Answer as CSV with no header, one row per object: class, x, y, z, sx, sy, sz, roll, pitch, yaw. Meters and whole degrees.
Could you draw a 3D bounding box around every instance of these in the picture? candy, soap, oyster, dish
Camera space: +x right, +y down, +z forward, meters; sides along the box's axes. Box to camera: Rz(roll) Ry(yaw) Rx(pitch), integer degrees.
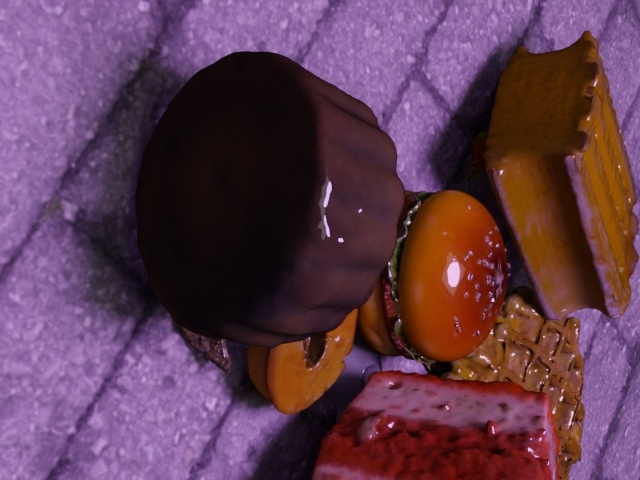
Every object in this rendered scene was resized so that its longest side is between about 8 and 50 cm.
candy,0.211,-0.082,1.384,0.201,0.060,0.060,-52,125,-18
soap,0.368,-0.092,1.392,0.335,0.156,0.294,58,35,-39
oyster,-0.128,0.111,1.052,0.038,0.081,0.083,-24,76,-17
dish,0.055,0.197,1.250,0.091,0.039,0.137,4,88,-44

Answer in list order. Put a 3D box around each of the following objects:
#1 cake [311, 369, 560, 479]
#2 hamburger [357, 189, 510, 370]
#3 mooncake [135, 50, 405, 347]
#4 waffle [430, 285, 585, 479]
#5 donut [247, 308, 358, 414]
cake,0.135,0.340,1.127,0.320,0.269,0.270,-62,149,-42
hamburger,0.155,0.046,1.222,0.246,0.169,0.246,-3,93,-57
mooncake,-0.050,-0.035,0.967,0.161,0.290,0.291,14,83,-46
waffle,0.306,0.273,1.470,0.379,0.095,0.382,-24,111,-43
donut,-0.026,0.114,1.125,0.162,0.065,0.179,-1,111,-54
